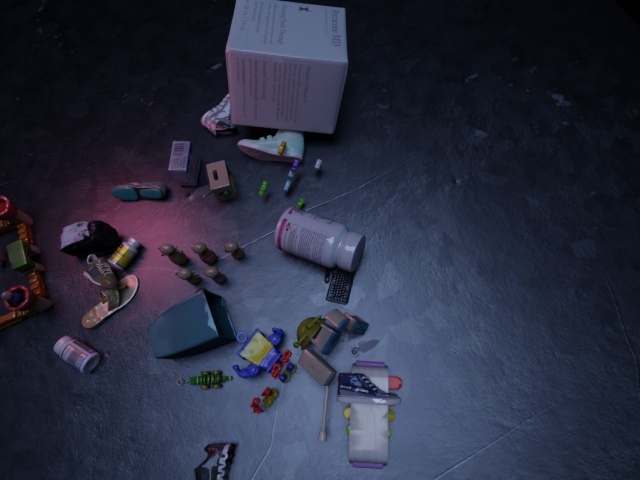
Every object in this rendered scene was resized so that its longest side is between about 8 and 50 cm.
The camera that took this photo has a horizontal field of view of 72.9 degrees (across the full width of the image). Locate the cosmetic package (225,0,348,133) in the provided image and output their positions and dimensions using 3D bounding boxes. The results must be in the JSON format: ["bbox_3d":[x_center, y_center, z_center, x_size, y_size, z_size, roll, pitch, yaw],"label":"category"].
[{"bbox_3d":[-0.120,-0.634,1.589,0.395,0.327,0.329,4,57,-5],"label":"cosmetic package"}]

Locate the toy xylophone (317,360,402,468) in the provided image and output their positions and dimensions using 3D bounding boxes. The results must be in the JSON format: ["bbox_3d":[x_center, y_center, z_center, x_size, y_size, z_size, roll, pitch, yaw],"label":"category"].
[{"bbox_3d":[0.122,0.528,1.341,0.237,0.081,0.322,9,71,9],"label":"toy xylophone"}]

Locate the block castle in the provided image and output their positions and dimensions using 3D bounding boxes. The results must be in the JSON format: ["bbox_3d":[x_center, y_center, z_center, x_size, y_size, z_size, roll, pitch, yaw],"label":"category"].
[{"bbox_3d":[-1.179,0.093,1.527,0.303,0.212,0.452,-24,71,-4],"label":"block castle"}]

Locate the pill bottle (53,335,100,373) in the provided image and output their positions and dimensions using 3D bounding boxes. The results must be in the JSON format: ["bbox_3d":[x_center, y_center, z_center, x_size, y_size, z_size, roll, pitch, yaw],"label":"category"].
[{"bbox_3d":[-0.825,0.384,1.467,0.137,0.078,0.078,27,74,13],"label":"pill bottle"}]

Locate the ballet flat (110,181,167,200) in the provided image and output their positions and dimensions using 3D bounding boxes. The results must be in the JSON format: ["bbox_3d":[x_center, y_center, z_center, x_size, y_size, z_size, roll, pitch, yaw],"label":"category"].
[{"bbox_3d":[-0.699,-0.196,1.681,0.214,0.072,0.068,1,43,4],"label":"ballet flat"}]

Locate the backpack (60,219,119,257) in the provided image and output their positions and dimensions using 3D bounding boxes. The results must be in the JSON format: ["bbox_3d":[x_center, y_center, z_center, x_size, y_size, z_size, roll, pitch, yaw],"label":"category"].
[{"bbox_3d":[-0.854,-0.007,1.586,0.182,0.152,0.115,-16,64,12],"label":"backpack"}]

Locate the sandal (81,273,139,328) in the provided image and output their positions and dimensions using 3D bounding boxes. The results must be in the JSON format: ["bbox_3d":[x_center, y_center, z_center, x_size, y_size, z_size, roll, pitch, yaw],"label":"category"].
[{"bbox_3d":[-0.748,0.210,1.522,0.088,0.079,0.240,39,77,16],"label":"sandal"}]

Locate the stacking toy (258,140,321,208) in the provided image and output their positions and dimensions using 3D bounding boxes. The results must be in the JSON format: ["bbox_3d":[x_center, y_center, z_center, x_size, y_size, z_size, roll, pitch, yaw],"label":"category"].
[{"bbox_3d":[-0.111,-0.239,1.618,0.167,0.052,0.221,24,91,-4],"label":"stacking toy"}]

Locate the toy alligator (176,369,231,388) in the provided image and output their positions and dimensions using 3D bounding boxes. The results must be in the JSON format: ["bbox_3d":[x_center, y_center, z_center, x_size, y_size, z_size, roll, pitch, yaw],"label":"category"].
[{"bbox_3d":[-0.389,0.458,1.421,0.190,0.051,0.056,-5,70,3],"label":"toy alligator"}]

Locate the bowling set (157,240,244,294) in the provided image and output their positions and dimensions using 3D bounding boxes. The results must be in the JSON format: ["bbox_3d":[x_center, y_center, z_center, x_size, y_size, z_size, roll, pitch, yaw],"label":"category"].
[{"bbox_3d":[-0.402,0.106,1.494,0.287,0.154,0.199,-8,70,2],"label":"bowling set"}]

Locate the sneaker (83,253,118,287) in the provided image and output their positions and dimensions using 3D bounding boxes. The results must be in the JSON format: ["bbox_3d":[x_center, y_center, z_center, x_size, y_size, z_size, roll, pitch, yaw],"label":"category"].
[{"bbox_3d":[-0.777,0.103,1.530,0.192,0.064,0.086,16,99,35],"label":"sneaker"}]

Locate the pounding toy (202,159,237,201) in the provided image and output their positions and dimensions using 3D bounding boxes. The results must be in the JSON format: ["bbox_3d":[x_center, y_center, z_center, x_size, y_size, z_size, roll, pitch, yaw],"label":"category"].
[{"bbox_3d":[-0.382,-0.209,1.618,0.100,0.130,0.141,-15,70,-1],"label":"pounding toy"}]

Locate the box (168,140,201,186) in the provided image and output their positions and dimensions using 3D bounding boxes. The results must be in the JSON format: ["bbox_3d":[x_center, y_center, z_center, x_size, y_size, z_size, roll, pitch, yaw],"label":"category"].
[{"bbox_3d":[-0.514,-0.290,1.653,0.072,0.137,0.126,1,70,3],"label":"box"}]

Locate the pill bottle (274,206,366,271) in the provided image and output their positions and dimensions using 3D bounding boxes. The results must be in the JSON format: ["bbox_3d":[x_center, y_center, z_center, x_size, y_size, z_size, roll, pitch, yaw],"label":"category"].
[{"bbox_3d":[0.000,0.000,1.484,0.283,0.160,0.160,20,73,18],"label":"pill bottle"}]

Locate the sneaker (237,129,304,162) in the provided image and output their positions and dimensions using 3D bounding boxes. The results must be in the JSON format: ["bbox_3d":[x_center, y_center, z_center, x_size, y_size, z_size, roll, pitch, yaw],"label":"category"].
[{"bbox_3d":[-0.186,-0.395,1.688,0.256,0.094,0.150,9,77,-3],"label":"sneaker"}]

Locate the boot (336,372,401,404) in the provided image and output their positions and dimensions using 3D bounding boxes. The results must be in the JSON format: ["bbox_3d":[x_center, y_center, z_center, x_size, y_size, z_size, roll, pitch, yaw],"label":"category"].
[{"bbox_3d":[0.143,0.440,1.289,0.190,0.069,0.085,0,73,8],"label":"boot"}]

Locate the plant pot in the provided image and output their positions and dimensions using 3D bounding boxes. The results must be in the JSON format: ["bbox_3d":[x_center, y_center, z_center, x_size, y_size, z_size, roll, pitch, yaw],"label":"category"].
[{"bbox_3d":[-0.432,0.296,1.430,0.235,0.165,0.165,-26,70,2],"label":"plant pot"}]

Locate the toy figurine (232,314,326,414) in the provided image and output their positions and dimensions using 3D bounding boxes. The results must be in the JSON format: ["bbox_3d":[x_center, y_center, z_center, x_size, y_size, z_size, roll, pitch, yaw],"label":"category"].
[{"bbox_3d":[-0.172,0.334,1.385,0.217,0.191,0.362,32,74,19],"label":"toy figurine"}]

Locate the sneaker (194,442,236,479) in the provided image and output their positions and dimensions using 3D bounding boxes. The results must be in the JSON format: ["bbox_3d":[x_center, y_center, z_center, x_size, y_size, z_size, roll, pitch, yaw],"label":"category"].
[{"bbox_3d":[-0.337,0.731,1.310,0.106,0.078,0.234,8,67,10],"label":"sneaker"}]

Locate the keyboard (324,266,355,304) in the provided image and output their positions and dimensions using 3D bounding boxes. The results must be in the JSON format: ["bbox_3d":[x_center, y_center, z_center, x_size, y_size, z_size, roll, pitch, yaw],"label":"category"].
[{"bbox_3d":[0.063,0.127,1.522,0.108,0.023,0.180,12,71,9],"label":"keyboard"}]

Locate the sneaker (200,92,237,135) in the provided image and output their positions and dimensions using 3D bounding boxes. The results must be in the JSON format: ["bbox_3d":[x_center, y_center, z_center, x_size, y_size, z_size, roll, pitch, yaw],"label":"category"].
[{"bbox_3d":[-0.360,-0.507,1.758,0.229,0.086,0.132,-42,79,-1],"label":"sneaker"}]

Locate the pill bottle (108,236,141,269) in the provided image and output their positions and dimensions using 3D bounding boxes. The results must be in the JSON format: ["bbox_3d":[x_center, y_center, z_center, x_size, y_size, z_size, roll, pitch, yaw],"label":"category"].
[{"bbox_3d":[-0.713,0.046,1.587,0.065,0.065,0.116,31,75,14],"label":"pill bottle"}]

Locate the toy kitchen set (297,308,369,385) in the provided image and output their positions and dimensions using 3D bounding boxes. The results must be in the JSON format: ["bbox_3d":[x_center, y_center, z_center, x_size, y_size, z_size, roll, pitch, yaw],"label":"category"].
[{"bbox_3d":[0.063,0.343,1.383,0.122,0.166,0.207,34,96,38],"label":"toy kitchen set"}]
